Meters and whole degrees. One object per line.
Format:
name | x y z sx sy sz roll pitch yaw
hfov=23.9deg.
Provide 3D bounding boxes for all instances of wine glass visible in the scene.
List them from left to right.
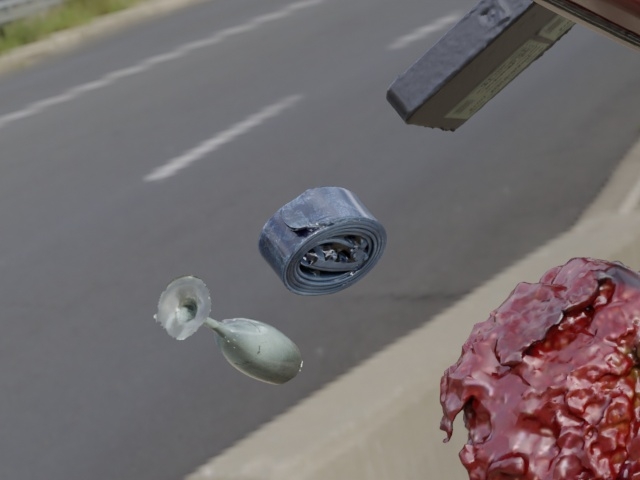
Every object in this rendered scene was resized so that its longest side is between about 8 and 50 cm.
wine glass | -0.086 0.094 1.508 0.066 0.066 0.198 -5 -21 27

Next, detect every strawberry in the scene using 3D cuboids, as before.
strawberry | 0.241 0.138 1.262 0.274 0.274 0.220 -31 -17 -45

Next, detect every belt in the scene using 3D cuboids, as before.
belt | 0.000 0.000 2.012 0.190 0.141 0.082 5 36 -50

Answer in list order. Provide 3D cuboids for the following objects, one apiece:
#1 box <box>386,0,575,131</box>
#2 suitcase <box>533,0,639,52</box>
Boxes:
box | 0.249 -0.272 1.906 0.350 0.058 0.211 -42 -14 19
suitcase | 0.332 -0.355 1.537 0.236 0.297 0.161 26 -4 6
